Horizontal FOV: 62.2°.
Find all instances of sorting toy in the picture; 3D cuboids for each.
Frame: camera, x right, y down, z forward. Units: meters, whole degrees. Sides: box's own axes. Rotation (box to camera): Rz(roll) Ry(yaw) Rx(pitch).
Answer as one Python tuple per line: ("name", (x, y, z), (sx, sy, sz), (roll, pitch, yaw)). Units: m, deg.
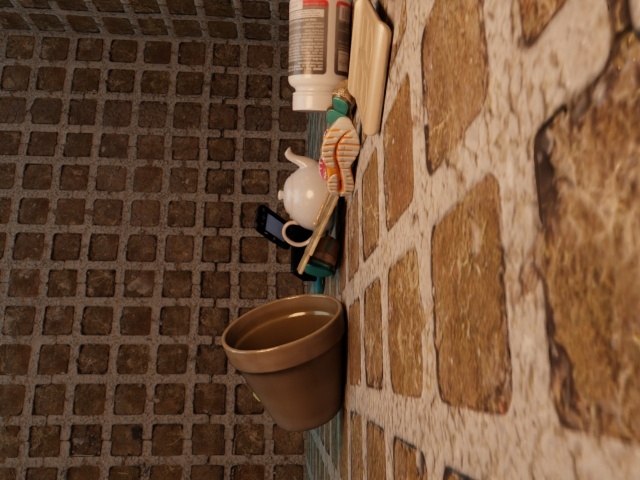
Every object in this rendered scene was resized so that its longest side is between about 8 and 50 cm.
("sorting toy", (0.090, -0.316, 0.954), (0.208, 0.038, 0.192), (-102, 13, -53))

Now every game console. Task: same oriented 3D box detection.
("game console", (-0.119, 0.001, 1.910), (0.361, 0.044, 0.213), (37, -136, -48))

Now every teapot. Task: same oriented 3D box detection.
("teapot", (-0.051, -0.145, 1.820), (0.252, 0.187, 0.255), (97, 172, -60))

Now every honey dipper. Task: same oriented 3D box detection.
("honey dipper", (0.014, -0.114, 1.535), (0.030, 0.031, 0.160), (-161, 92, -86))

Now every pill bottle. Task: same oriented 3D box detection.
("pill bottle", (-0.004, -0.484, 1.399), (0.161, 0.162, 0.282), (-109, 21, -79))

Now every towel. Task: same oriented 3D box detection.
("towel", (0.000, 0.000, 2.138), (0.271, 0.040, 0.369), (-97, 11, -58))

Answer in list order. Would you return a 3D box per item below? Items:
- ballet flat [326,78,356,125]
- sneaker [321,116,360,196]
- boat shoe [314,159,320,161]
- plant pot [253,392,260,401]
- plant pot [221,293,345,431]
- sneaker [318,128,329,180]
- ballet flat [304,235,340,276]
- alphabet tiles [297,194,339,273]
("ballet flat", (0.058, -0.330, 1.286), (0.067, 0.073, 0.206), (-62, 4, -7))
("sneaker", (0.045, -0.201, 1.225), (0.214, 0.084, 0.083), (94, 180, -50))
("boat shoe", (0.003, -0.276, 2.000), (0.183, 0.065, 0.083), (-105, 16, -51))
("plant pot", (-0.096, 0.490, 2.037), (0.276, 0.276, 0.253), (-145, 68, -85))
("plant pot", (-0.066, 0.332, 1.408), (0.323, 0.324, 0.280), (-103, -2, -74))
("sneaker", (0.027, -0.254, 1.626), (0.074, 0.063, 0.170), (102, 173, -69))
("ballet flat", (0.012, 0.048, 1.654), (0.316, 0.108, 0.106), (136, 155, -77))
("alphabet tiles", (-0.001, -0.038, 1.538), (0.342, 0.011, 0.285), (178, 117, -86))
